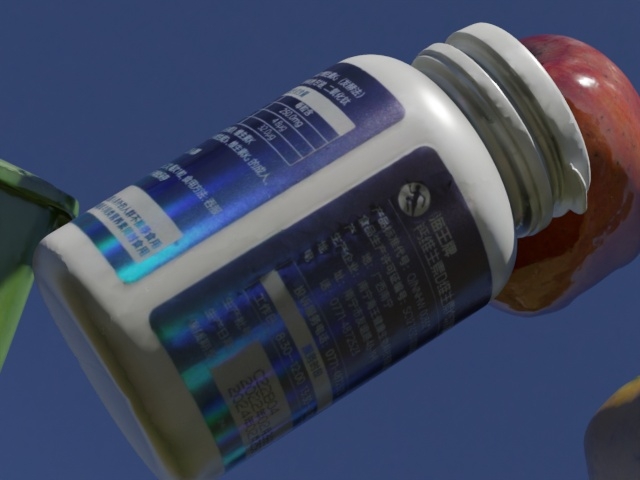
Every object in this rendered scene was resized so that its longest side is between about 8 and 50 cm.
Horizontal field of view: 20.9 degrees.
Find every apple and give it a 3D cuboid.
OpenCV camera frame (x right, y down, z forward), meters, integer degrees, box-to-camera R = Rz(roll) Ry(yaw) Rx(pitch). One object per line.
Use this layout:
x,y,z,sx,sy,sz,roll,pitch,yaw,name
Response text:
0.171,-0.057,1.436,0.234,0.234,0.234,13,-49,15,apple

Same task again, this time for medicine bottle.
0.000,0.000,0.639,0.107,0.191,0.107,53,-15,20,medicine bottle

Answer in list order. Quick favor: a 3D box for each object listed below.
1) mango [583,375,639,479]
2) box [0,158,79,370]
0.302,0.169,1.232,0.317,0.173,0.211,-19,-91,65,mango
-0.367,-0.005,1.199,0.253,0.177,0.329,0,-20,46,box
